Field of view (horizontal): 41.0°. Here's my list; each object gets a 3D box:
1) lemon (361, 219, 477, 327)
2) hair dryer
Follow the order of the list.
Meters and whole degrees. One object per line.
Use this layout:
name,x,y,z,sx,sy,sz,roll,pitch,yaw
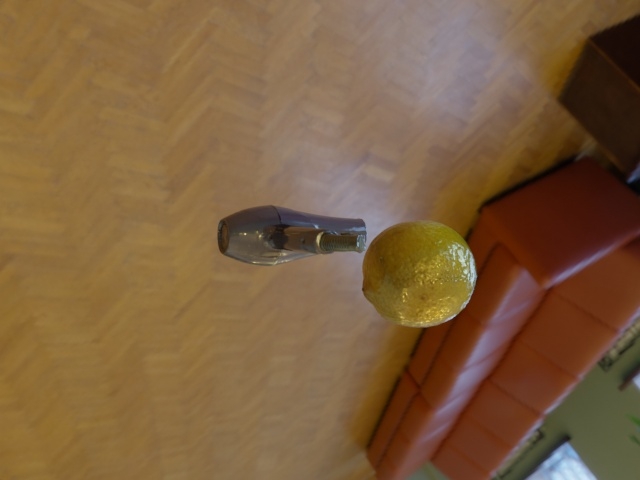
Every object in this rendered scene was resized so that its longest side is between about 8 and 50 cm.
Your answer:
lemon,0.238,0.080,2.093,0.293,0.293,0.293,-29,155,-15
hair dryer,0.000,0.000,1.585,0.301,0.121,0.361,-1,-174,-25
